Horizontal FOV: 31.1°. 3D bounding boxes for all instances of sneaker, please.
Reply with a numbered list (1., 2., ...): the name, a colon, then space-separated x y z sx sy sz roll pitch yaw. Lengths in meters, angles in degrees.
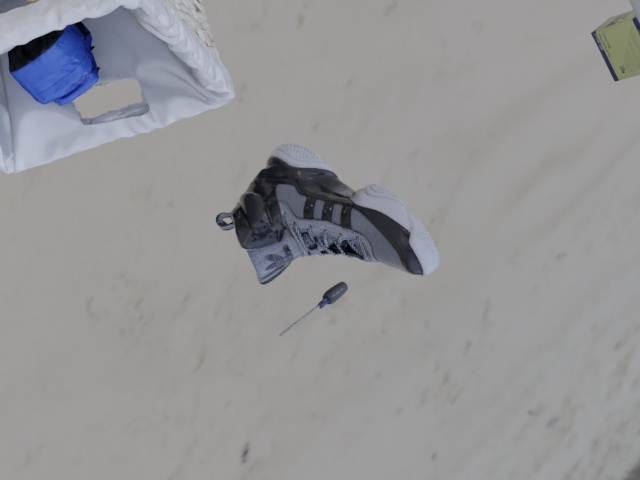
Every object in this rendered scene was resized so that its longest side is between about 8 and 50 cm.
1. sneaker: 0.000 0.000 1.295 0.153 0.268 0.101 -43 141 -18

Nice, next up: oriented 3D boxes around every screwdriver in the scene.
1. screwdriver: -0.011 0.117 1.891 0.170 0.024 0.025 -40 130 -36

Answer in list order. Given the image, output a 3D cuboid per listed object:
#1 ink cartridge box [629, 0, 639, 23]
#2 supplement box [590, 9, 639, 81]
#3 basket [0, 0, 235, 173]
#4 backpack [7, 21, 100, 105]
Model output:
1. ink cartridge box: 0.370 -0.187 1.040 0.127 0.175 0.072 -29 142 23
2. supplement box: 0.449 -0.283 1.643 0.056 0.083 0.083 -39 106 -33
3. basket: -0.317 -0.275 1.334 0.328 0.266 0.331 -17 163 10
4. backpack: -0.315 -0.217 1.382 0.098 0.120 0.101 -38 118 9
